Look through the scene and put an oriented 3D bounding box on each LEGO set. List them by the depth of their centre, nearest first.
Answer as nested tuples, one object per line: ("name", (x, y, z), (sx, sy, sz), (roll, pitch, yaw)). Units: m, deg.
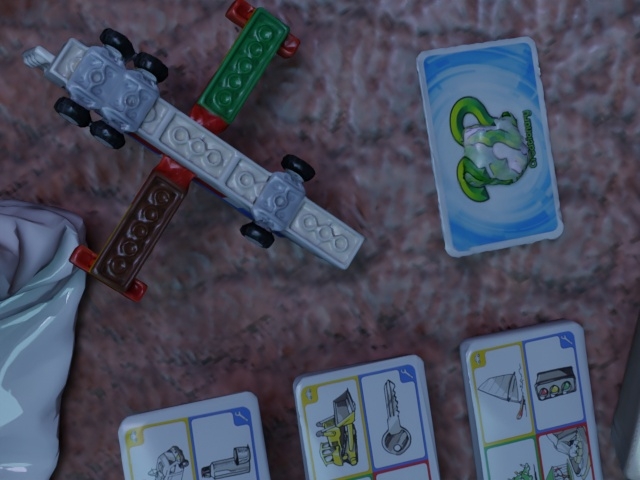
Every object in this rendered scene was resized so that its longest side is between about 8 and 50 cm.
("LEGO set", (0.000, 0.000, 0.487), (0.183, 0.060, 0.244), (-11, 95, -19))

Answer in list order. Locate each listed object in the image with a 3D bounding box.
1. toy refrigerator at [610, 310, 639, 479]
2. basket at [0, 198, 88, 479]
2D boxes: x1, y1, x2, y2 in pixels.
("toy refrigerator", (0.243, 0.057, 0.444), (0.270, 0.094, 0.102), (13, 94, 8))
("basket", (-0.271, 0.133, 0.418), (0.267, 0.331, 0.328), (14, 100, 11))
